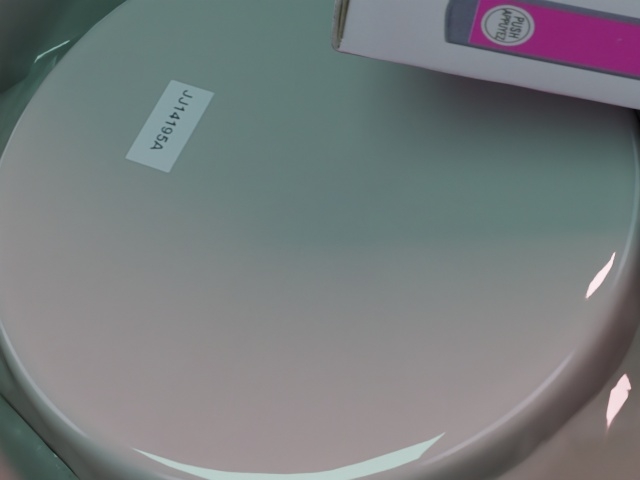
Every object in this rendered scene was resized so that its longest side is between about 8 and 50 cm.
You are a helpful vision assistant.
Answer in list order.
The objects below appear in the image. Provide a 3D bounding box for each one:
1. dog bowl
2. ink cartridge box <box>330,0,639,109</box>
[{"bbox_3d":[0.000,0.000,0.763,0.348,0.102,0.349,-5,58,8],"label":"dog bowl"},{"bbox_3d":[0.196,-0.112,0.710,0.370,0.069,0.176,9,48,0],"label":"ink cartridge box"}]
